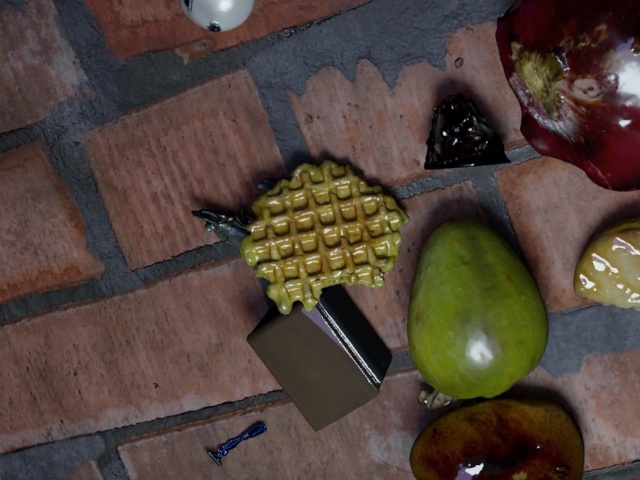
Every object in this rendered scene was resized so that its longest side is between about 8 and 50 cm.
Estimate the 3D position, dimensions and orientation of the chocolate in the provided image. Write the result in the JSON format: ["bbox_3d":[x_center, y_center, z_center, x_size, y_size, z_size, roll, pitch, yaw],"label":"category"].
[{"bbox_3d":[0.249,-0.193,1.795,0.156,0.156,0.133,-6,93,16],"label":"chocolate"}]

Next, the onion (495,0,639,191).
[{"bbox_3d":[0.513,-0.303,1.624,0.420,0.398,0.398,-37,98,-23],"label":"onion"}]

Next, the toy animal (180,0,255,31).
[{"bbox_3d":[-0.173,-0.456,1.796,0.138,0.179,0.166,28,120,-11],"label":"toy animal"}]

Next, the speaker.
[{"bbox_3d":[0.001,0.215,1.976,0.192,0.153,0.231,-33,97,22],"label":"speaker"}]

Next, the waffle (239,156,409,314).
[{"bbox_3d":[0.008,-0.006,1.883,0.301,0.058,0.281,-36,75,-8],"label":"waffle"}]

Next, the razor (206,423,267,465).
[{"bbox_3d":[-0.171,0.423,2.152,0.154,0.028,0.044,-35,104,22],"label":"razor"}]

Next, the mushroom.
[{"bbox_3d":[0.335,0.410,1.950,0.345,0.259,0.345,-5,124,-8],"label":"mushroom"}]

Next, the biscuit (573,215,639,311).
[{"bbox_3d":[0.600,0.057,1.794,0.274,0.091,0.213,25,125,13],"label":"biscuit"}]

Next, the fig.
[{"bbox_3d":[0.272,0.121,1.831,0.258,0.258,0.326,-12,91,17],"label":"fig"}]

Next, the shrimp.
[{"bbox_3d":[-0.095,-0.039,1.964,0.289,0.075,0.178,28,104,5],"label":"shrimp"}]
